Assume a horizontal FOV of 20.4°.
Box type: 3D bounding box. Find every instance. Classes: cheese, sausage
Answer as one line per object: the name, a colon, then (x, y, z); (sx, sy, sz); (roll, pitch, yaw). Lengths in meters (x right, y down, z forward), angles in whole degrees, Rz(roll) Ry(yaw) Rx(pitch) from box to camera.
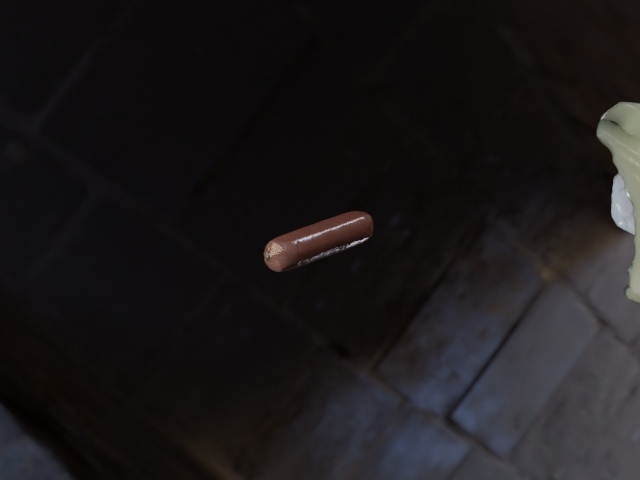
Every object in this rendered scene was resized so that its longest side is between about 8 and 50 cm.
cheese: (0.246, 0.002, 1.072); (0.050, 0.235, 0.127); (-10, 112, -28)
sausage: (0.000, -0.001, 1.651); (0.147, 0.035, 0.030); (-21, 120, -49)
